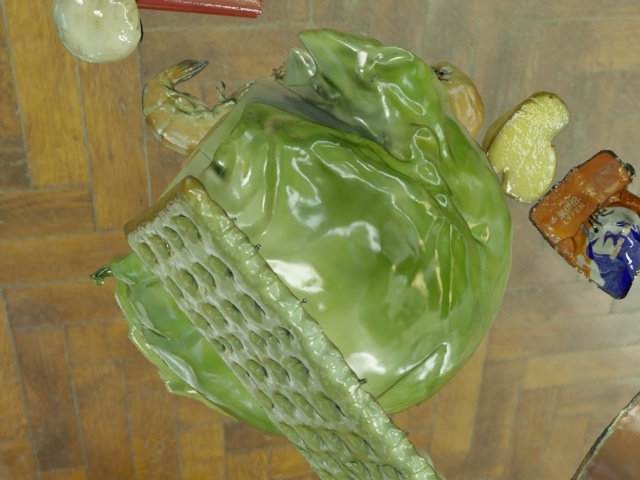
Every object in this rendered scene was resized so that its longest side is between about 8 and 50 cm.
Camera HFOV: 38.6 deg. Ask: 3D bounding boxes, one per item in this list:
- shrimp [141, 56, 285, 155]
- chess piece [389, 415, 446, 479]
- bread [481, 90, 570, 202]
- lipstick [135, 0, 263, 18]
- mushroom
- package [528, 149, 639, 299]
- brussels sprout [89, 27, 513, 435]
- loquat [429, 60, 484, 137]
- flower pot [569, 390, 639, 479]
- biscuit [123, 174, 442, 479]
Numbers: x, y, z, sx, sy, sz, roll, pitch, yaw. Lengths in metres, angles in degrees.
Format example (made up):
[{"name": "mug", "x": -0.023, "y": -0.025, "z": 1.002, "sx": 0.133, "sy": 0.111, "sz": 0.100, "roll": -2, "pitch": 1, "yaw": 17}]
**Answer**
[{"name": "shrimp", "x": -0.127, "y": -0.226, "z": 1.348, "sx": 0.296, "sy": 0.169, "sz": 0.058, "roll": -32, "pitch": 162, "yaw": -27}, {"name": "chess piece", "x": 0.063, "y": 0.330, "z": 1.536, "sx": 0.182, "sy": 0.182, "sz": 0.330, "roll": -30, "pitch": 102, "yaw": 7}, {"name": "bread", "x": 0.332, "y": -0.151, "z": 1.474, "sx": 0.188, "sy": 0.065, "sz": 0.149, "roll": -47, "pitch": 116, "yaw": -18}, {"name": "lipstick", "x": -0.231, "y": -0.455, "z": 1.695, "sx": 0.279, "sy": 0.073, "sz": 0.073, "roll": -8, "pitch": 129, "yaw": -42}, {"name": "mushroom", "x": -0.368, "y": -0.371, "z": 1.523, "sx": 0.154, "sy": 0.122, "sz": 0.154, "roll": 9, "pitch": 131, "yaw": 10}, {"name": "package", "x": 0.198, "y": -0.012, "z": 0.635, "sx": 0.033, "sy": 0.111, "sz": 0.077, "roll": 17, "pitch": 117, "yaw": -29}, {"name": "brussels sprout", "x": 0.011, "y": 0.013, "z": 0.972, "sx": 0.361, "sy": 0.342, "sz": 0.425, "roll": 40, "pitch": 63, "yaw": -8}, {"name": "loquat", "x": 0.181, "y": -0.201, "z": 1.374, "sx": 0.113, "sy": 0.137, "sz": 0.137, "roll": -23, "pitch": 127, "yaw": -20}, {"name": "flower pot", "x": 0.301, "y": 0.170, "z": 0.641, "sx": 0.190, "sy": 0.173, "sz": 0.191, "roll": -34, "pitch": 149, "yaw": -25}, {"name": "biscuit", "x": -0.007, "y": 0.073, "z": 0.429, "sx": 0.016, "sy": 0.139, "sz": 0.231, "roll": -41, "pitch": 98, "yaw": -23}]
